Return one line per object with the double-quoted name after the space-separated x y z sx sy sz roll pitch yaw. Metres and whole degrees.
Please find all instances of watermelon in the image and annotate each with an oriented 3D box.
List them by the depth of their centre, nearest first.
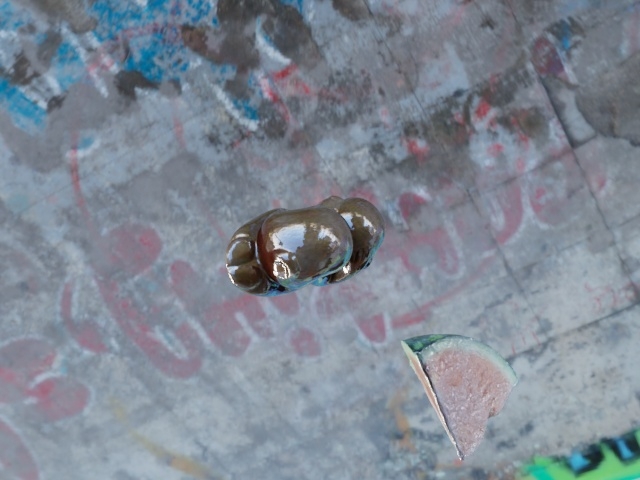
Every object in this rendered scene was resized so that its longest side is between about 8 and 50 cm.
0.211 0.210 1.262 0.136 0.202 0.207 -38 151 10 "watermelon"

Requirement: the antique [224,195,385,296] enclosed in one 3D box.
0.000 0.000 1.129 0.143 0.257 0.121 -19 85 30 "antique"
